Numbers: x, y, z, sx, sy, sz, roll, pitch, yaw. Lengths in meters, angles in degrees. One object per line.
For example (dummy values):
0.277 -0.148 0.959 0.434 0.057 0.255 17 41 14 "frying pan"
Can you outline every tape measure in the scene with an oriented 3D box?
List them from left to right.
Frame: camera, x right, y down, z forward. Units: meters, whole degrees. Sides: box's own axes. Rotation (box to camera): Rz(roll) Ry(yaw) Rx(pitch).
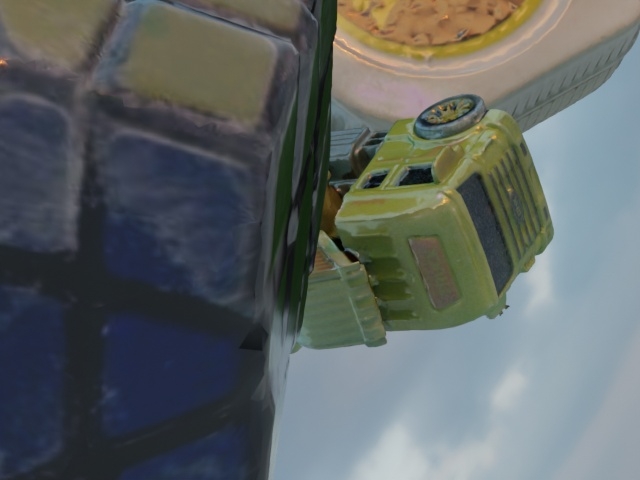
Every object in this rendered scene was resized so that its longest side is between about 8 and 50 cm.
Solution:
0.032 -0.171 0.929 0.231 0.271 0.133 -29 -12 -11 "tape measure"

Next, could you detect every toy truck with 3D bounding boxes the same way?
0.000 0.000 0.734 0.116 0.191 0.085 -52 -50 -46 "toy truck"

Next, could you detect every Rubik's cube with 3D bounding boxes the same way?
-0.135 -0.012 0.484 0.319 0.264 0.319 -8 -66 -19 "Rubik's cube"
